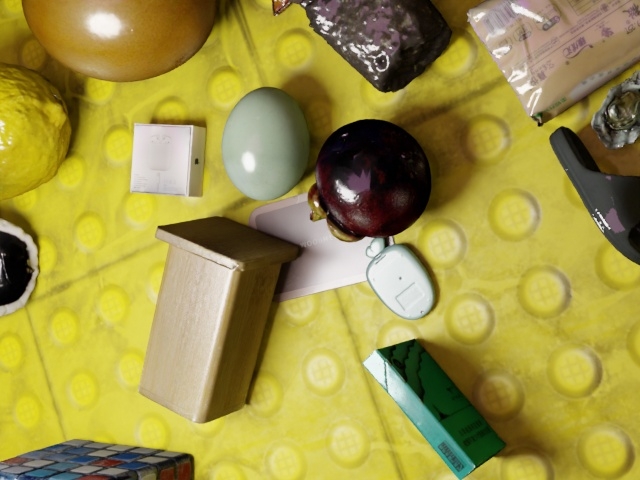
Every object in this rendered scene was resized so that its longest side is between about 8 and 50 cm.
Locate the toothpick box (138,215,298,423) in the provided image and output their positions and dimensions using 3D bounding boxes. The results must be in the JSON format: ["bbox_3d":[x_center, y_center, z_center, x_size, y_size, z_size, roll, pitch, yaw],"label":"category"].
[{"bbox_3d":[-0.190,0.136,1.693,0.188,0.190,0.308,21,105,25],"label":"toothpick box"}]

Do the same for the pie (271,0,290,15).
[{"bbox_3d":[-0.069,-0.495,1.707,0.088,0.033,0.191,-16,83,22],"label":"pie"}]

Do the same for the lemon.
[{"bbox_3d":[-0.620,-0.202,1.854,0.322,0.268,0.268,-24,80,21],"label":"lemon"}]

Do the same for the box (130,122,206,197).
[{"bbox_3d":[-0.281,-0.148,1.804,0.130,0.051,0.129,5,92,25],"label":"box"}]

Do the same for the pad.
[{"bbox_3d":[0.000,0.000,1.692,0.266,0.002,0.176,-15,84,26],"label":"pad"}]

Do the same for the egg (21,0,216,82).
[{"bbox_3d":[-0.351,-0.417,1.709,0.351,0.282,0.282,14,97,16],"label":"egg"}]

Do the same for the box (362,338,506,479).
[{"bbox_3d":[0.179,0.254,1.517,0.042,0.161,0.226,-47,72,19],"label":"box"}]

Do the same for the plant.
[{"bbox_3d":[0.051,-0.395,1.559,0.181,0.194,0.320,-45,75,16],"label":"plant"}]

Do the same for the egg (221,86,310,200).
[{"bbox_3d":[-0.092,-0.163,1.654,0.149,0.149,0.192,2,93,26],"label":"egg"}]

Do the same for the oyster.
[{"bbox_3d":[0.445,-0.189,1.446,0.100,0.037,0.098,-24,82,8],"label":"oyster"}]

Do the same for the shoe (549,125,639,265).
[{"bbox_3d":[0.429,-0.079,1.422,0.093,0.108,0.241,-38,71,25],"label":"shoe"}]

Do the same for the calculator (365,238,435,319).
[{"bbox_3d":[0.127,0.062,1.616,0.095,0.021,0.153,-41,79,20],"label":"calculator"}]

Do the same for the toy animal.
[{"bbox_3d":[-0.672,0.052,1.943,0.204,0.156,0.208,3,84,28],"label":"toy animal"}]

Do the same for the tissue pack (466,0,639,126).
[{"bbox_3d":[0.370,-0.325,1.441,0.257,0.123,0.215,-35,78,23],"label":"tissue pack"}]

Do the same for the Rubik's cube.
[{"bbox_3d":[-0.421,0.530,1.746,0.287,0.293,0.291,1,89,26],"label":"Rubik's cube"}]

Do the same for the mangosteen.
[{"bbox_3d":[0.068,-0.083,1.566,0.230,0.194,0.194,-45,71,40],"label":"mangosteen"}]
